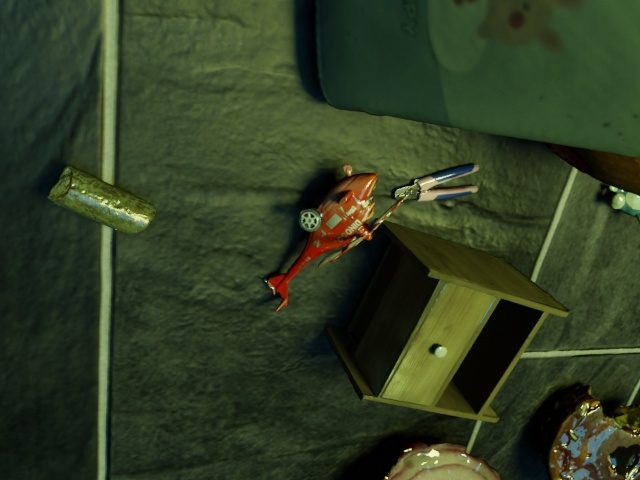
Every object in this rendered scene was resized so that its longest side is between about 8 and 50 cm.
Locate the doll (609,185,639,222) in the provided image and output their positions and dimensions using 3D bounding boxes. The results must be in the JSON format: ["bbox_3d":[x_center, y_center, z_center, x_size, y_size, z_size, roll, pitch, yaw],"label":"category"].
[{"bbox_3d":[0.434,-0.073,0.719,0.076,0.050,0.083,25,107,-9],"label":"doll"}]

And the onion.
[{"bbox_3d":[0.161,0.446,0.843,0.314,0.146,0.280,10,87,-23],"label":"onion"}]

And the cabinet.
[{"bbox_3d":[0.149,0.103,0.651,0.215,0.148,0.175,17,109,-24],"label":"cabinet"}]

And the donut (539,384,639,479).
[{"bbox_3d":[0.480,0.352,0.888,0.230,0.096,0.216,1,100,-4],"label":"donut"}]

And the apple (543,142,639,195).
[{"bbox_3d":[0.361,-0.217,0.457,0.400,0.333,0.400,-10,121,-17],"label":"apple"}]

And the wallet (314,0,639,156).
[{"bbox_3d":[0.125,-0.200,0.378,0.083,0.360,0.252,-26,122,-37],"label":"wallet"}]

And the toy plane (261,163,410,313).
[{"bbox_3d":[0.003,-0.003,0.600,0.077,0.126,0.194,44,135,0],"label":"toy plane"}]

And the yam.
[{"bbox_3d":[-0.215,-0.037,0.519,0.094,0.043,0.043,28,104,-30],"label":"yam"}]

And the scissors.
[{"bbox_3d":[0.143,-0.066,0.643,0.113,0.012,0.039,-12,118,-13],"label":"scissors"}]
